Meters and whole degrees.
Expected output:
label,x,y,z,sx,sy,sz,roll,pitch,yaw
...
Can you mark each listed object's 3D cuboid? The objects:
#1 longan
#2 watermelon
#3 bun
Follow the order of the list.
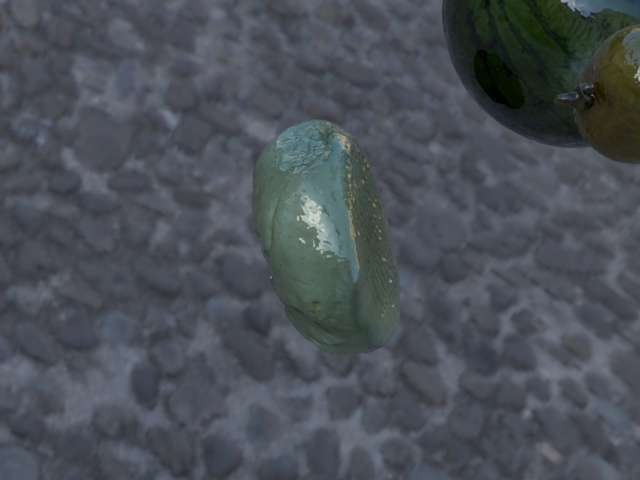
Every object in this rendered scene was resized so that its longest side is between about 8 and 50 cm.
label,x,y,z,sx,sy,sz,roll,pitch,yaw
longan,0.157,-0.073,0.768,0.083,0.075,0.075,-3,49,-18
watermelon,0.227,-0.200,1.357,0.242,0.242,0.242,16,43,-15
bun,-0.001,-0.002,1.371,0.108,0.221,0.221,-10,43,11
